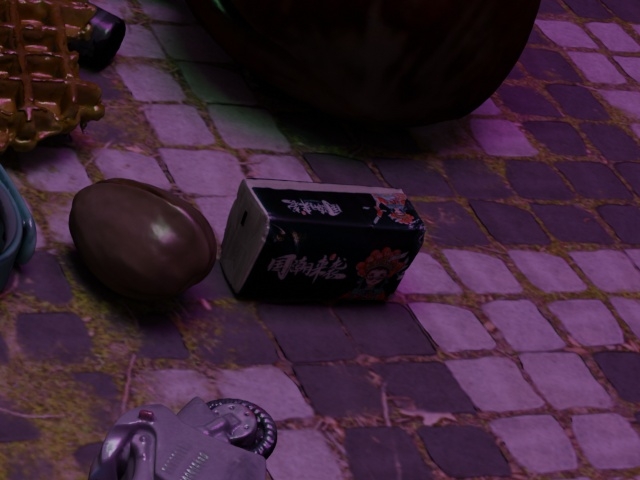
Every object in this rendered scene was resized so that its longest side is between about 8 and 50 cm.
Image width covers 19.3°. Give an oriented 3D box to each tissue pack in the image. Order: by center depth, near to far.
[{"bbox_3d":[-0.001,0.000,1.772,0.170,0.103,0.090,4,40,-26],"label":"tissue pack"}]

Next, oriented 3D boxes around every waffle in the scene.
[{"bbox_3d":[-0.339,-0.186,1.853,0.281,0.058,0.301,16,41,0],"label":"waffle"}]

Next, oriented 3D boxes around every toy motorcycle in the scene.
[{"bbox_3d":[-0.115,0.210,1.401,0.170,0.110,0.260,3,40,0],"label":"toy motorcycle"}]

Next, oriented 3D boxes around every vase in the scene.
[{"bbox_3d":[-0.311,-0.254,2.012,0.211,0.060,0.060,27,32,9],"label":"vase"}]

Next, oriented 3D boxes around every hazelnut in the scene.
[{"bbox_3d":[0.057,-0.334,2.053,0.429,0.402,0.402,23,27,-32],"label":"hazelnut"}]

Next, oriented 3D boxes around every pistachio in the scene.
[{"bbox_3d":[-0.159,-0.002,1.677,0.149,0.113,0.113,30,32,22],"label":"pistachio"}]

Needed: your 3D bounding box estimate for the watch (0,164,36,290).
[{"bbox_3d":[-0.358,-0.036,1.646,0.195,0.068,0.237,1,38,-31],"label":"watch"}]
